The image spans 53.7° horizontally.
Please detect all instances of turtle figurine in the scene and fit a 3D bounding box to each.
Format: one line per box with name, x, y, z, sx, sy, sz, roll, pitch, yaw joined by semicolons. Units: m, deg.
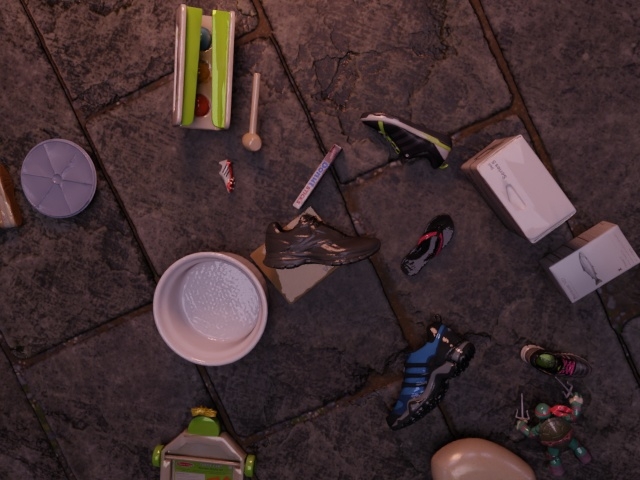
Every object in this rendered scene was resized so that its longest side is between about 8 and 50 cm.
turtle figurine;0.560;0.452;1.527;0.175;0.118;0.234;-22;107;22

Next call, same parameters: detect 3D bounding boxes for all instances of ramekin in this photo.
ramekin;-0.256;0.157;1.558;0.278;0.135;0.277;1;97;6

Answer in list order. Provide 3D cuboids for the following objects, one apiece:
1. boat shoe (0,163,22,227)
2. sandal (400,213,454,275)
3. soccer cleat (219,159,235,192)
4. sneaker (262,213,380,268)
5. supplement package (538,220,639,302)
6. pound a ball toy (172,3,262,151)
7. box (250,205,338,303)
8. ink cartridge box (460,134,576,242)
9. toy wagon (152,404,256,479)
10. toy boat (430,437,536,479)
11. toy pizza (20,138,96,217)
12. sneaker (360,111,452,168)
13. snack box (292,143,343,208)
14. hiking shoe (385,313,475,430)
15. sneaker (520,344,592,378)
boat shoe;-0.819;-0.112;1.616;0.059;0.063;0.169;-13;96;1
sandal;0.264;0.015;1.538;0.067;0.040;0.179;37;99;0
soccer cleat;-0.234;-0.159;1.573;0.036;0.029;0.083;-4;93;15
sneaker;0.000;0.000;1.512;0.287;0.109;0.130;-3;90;4
supplement package;0.624;0.049;1.475;0.179;0.105;0.105;-35;93;9
pound a ball toy;-0.245;-0.377;1.512;0.208;0.136;0.318;1;98;-20
box;-0.049;0.037;1.581;0.201;0.021;0.164;-39;92;9
ink cartridge box;0.424;-0.117;1.389;0.115;0.273;0.198;-37;92;9
toy wagon;-0.302;0.591;1.651;0.268;0.068;0.344;4;97;5
toy boat;0.364;0.642;1.567;0.268;0.148;0.318;28;91;-3
toy pizza;-0.664;-0.158;1.611;0.202;0.032;0.201;1;96;6
sneaker;0.197;-0.232;1.493;0.235;0.084;0.097;21;100;3
snack box;-0.006;-0.154;1.531;0.022;0.064;0.178;35;99;2
hiking shoe;0.250;0.336;1.563;0.132;0.113;0.304;45;107;29
sneaker;0.574;0.301;1.525;0.171;0.075;0.063;17;98;3
